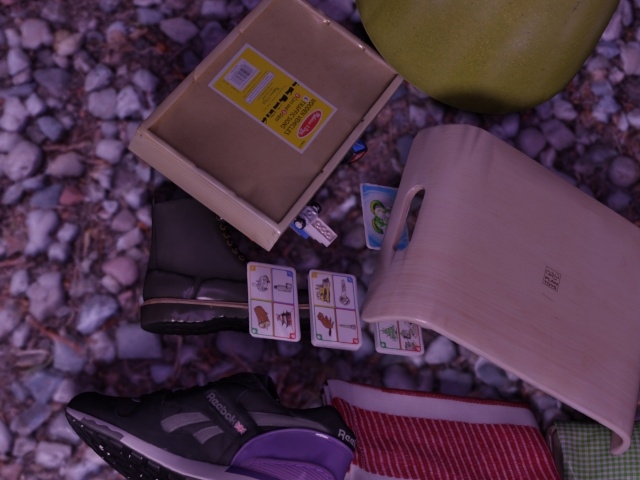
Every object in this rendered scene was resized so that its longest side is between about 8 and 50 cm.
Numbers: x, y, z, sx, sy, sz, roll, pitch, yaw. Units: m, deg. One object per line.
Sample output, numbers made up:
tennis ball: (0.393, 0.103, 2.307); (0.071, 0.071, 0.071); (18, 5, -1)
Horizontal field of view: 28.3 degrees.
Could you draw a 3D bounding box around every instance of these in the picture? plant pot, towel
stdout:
plant pot: (0.205, -0.307, 1.230); (0.274, 0.293, 0.275); (5, 71, -15)
towel: (0.128, 0.254, 1.127); (0.237, 0.037, 0.329); (9, 37, -16)

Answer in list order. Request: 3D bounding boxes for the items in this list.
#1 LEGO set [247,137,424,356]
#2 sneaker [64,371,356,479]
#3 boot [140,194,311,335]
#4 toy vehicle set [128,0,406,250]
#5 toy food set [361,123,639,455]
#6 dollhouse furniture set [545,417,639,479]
LEGO set: (0.000, 0.000, 1.248); (0.182, 0.060, 0.244); (8, 59, -23)
sneaker: (-0.097, 0.175, 1.155); (0.283, 0.107, 0.124); (16, 60, 27)
boot: (-0.076, 0.019, 1.244); (0.197, 0.077, 0.137); (2, 72, -10)
toy vehicle set: (-0.045, -0.129, 1.250); (0.166, 0.035, 0.267); (37, 53, 1)
toy food set: (0.198, 0.049, 1.238); (0.306, 0.092, 0.220); (29, 59, -19)
dollhouse furniture set: (0.339, 0.311, 1.201); (0.197, 0.151, 0.302); (0, 77, -9)
